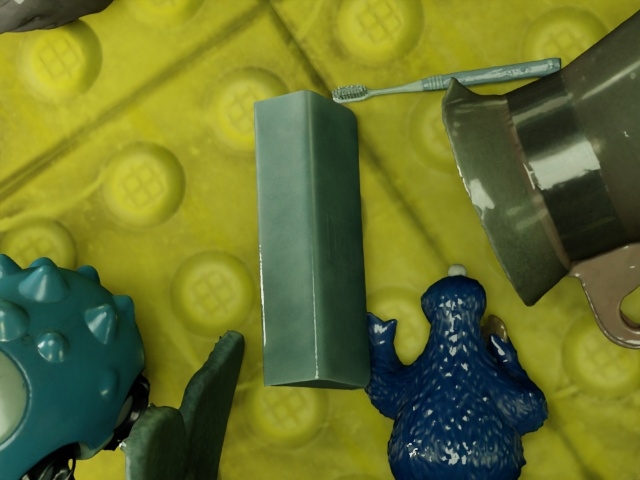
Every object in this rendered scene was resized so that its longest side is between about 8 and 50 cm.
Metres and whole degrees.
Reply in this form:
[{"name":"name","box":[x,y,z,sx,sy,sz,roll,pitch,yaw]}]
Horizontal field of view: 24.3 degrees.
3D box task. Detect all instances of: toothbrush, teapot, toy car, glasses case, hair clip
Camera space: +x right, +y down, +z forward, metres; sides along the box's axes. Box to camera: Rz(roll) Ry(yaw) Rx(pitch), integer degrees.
[{"name":"toothbrush","box":[0.119,-0.152,1.412,0.219,0.019,0.016,-6,72,8]},{"name":"teapot","box":[0.307,-0.077,1.281,0.344,0.253,0.300,-23,94,14]},{"name":"toy car","box":[-0.268,0.114,1.336,0.188,0.255,0.190,24,127,21]},{"name":"glasses case","box":[0.000,0.000,1.358,0.105,0.056,0.266,6,74,-33]},{"name":"hair clip","box":[-0.077,0.301,1.272,0.238,0.318,0.392,25,89,9]}]

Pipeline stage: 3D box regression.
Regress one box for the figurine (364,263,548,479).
[{"name":"figurine","box":[0.121,0.154,1.346,0.164,0.121,0.262,-14,83,11]}]

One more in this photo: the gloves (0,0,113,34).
[{"name":"gloves","box":[-0.245,-0.276,1.419,0.285,0.142,0.119,-35,55,6]}]
